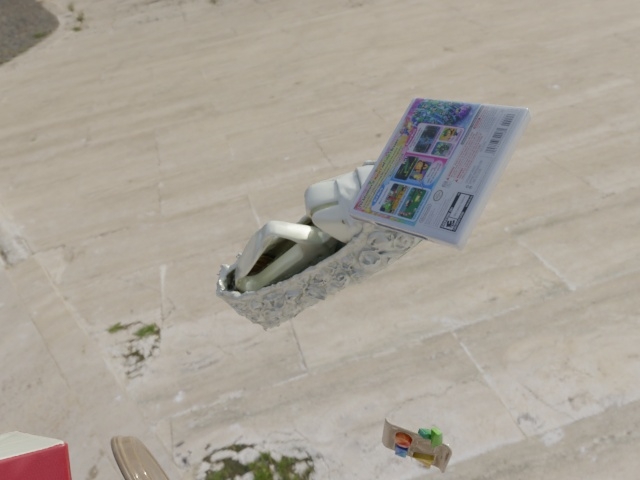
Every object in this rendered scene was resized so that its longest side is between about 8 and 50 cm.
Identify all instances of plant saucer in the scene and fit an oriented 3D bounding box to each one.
[{"bbox_3d":[-0.349,0.521,1.257,0.041,0.278,0.278,-34,37,-16],"label":"plant saucer"}]

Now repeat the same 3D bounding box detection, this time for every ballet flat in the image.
[{"bbox_3d":[0.000,0.000,0.788,0.409,0.147,0.147,-38,18,33],"label":"ballet flat"}]

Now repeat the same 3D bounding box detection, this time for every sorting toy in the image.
[{"bbox_3d":[0.081,0.173,0.508,0.062,0.083,0.012,21,56,17],"label":"sorting toy"}]

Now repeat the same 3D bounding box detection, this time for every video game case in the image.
[{"bbox_3d":[0.119,-0.076,0.613,0.143,0.019,0.157,19,75,44],"label":"video game case"}]

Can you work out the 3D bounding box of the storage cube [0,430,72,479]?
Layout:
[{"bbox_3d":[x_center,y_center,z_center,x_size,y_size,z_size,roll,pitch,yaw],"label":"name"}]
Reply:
[{"bbox_3d":[-0.324,0.287,0.511,0.183,0.193,0.215,-5,-7,-39],"label":"storage cube"}]
